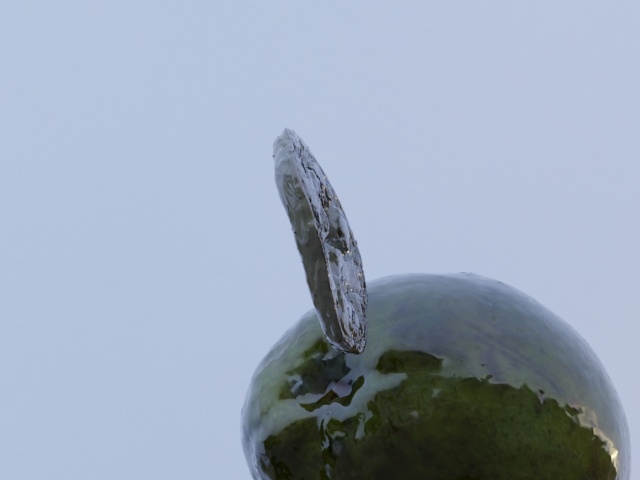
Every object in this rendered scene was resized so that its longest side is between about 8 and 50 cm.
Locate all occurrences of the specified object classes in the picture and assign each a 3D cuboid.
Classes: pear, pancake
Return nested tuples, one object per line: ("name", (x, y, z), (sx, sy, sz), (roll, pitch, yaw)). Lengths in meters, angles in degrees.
("pear", (0.121, 0.190, 1.393), (0.352, 0.352, 0.413), (-44, -41, 18))
("pancake", (0.000, 0.000, 0.956), (0.028, 0.158, 0.158), (-17, -43, 9))
